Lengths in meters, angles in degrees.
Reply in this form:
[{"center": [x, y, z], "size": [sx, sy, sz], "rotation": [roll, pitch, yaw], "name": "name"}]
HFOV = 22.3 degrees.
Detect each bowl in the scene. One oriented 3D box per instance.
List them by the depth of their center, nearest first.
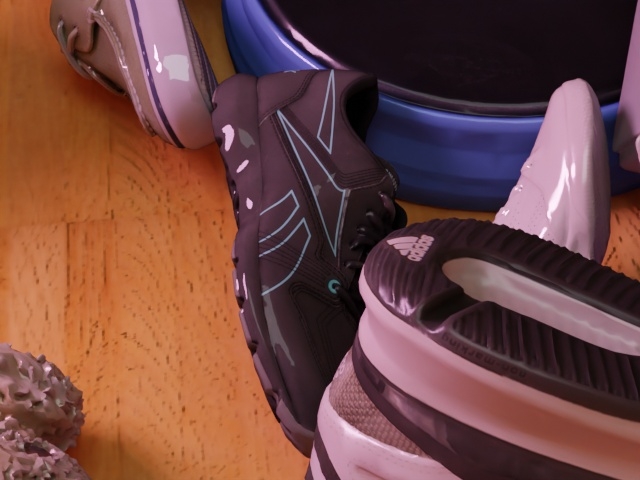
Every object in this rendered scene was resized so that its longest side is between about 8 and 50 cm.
[{"center": [0.122, -0.189, 1.168], "size": [0.391, 0.077, 0.391], "rotation": [-1, 49, 1], "name": "bowl"}]

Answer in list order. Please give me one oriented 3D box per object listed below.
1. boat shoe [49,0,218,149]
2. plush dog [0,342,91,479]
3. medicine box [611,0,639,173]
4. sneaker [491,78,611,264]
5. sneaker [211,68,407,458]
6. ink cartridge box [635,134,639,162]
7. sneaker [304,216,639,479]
[{"center": [-0.140, -0.154, 1.139], "size": [0.094, 0.109, 0.302], "rotation": [-23, 42, -2], "name": "boat shoe"}, {"center": [-0.188, 0.154, 0.810], "size": [0.225, 0.262, 0.210], "rotation": [16, 84, 31], "name": "plush dog"}, {"center": [0.355, -0.152, 0.996], "size": [0.289, 0.149, 0.263], "rotation": [14, 75, -4], "name": "medicine box"}, {"center": [0.124, 0.001, 0.981], "size": [0.094, 0.080, 0.212], "rotation": [1, 70, 21], "name": "sneaker"}, {"center": [0.000, 0.000, 0.971], "size": [0.106, 0.101, 0.267], "rotation": [-12, 60, 4], "name": "sneaker"}, {"center": [0.237, 0.019, 0.844], "size": [0.104, 0.060, 0.180], "rotation": [-12, 87, -12], "name": "ink cartridge box"}, {"center": [0.193, 0.187, 0.765], "size": [0.448, 0.257, 0.169], "rotation": [25, 29, 11], "name": "sneaker"}]
